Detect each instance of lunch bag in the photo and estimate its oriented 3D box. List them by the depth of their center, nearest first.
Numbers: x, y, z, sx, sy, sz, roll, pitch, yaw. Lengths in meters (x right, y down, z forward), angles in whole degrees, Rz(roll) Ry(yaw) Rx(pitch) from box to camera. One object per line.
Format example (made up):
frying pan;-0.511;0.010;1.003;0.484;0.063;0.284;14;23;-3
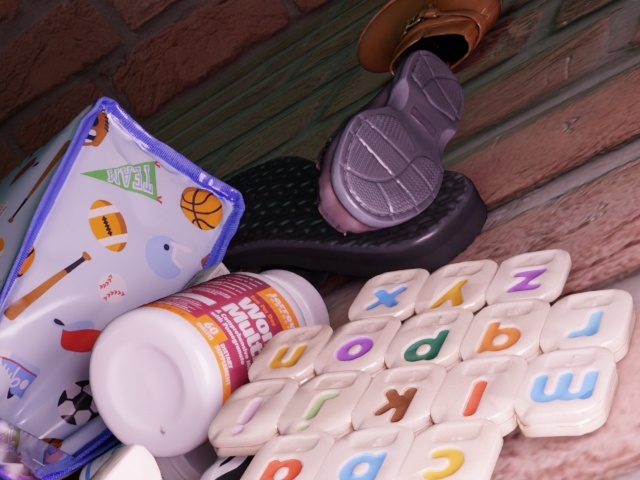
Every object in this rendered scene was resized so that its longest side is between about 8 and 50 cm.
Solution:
lunch bag;-0.281;0.104;1.269;0.328;0.239;0.386;-30;32;51

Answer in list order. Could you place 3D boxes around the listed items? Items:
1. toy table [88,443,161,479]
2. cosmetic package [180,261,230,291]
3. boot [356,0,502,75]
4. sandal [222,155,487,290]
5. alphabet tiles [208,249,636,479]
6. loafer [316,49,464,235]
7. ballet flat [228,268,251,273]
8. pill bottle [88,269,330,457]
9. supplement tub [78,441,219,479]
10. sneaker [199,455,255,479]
toy table;-0.132;0.256;0.698;0.274;0.161;0.252;-26;18;39
cosmetic package;-0.087;0.085;1.189;0.041;0.115;0.060;-21;21;48
boot;0.143;-0.287;1.849;0.283;0.109;0.220;-18;27;33
sandal;-0.001;0.002;1.314;0.167;0.107;0.445;-43;28;-25
alphabet tiles;0.067;0.092;0.848;0.284;0.021;0.278;-9;26;27
loafer;0.058;-0.082;1.191;0.095;0.109;0.302;-35;13;35
ballet flat;-0.157;0.052;1.580;0.206;0.073;0.067;-25;-8;30
pill bottle;-0.084;0.094;1.047;0.121;0.121;0.221;-29;-4;29
supplement tub;-0.148;0.200;1.070;0.107;0.071;0.071;-33;15;16
sneaker;-0.015;0.154;0.884;0.121;0.079;0.217;-37;13;8
